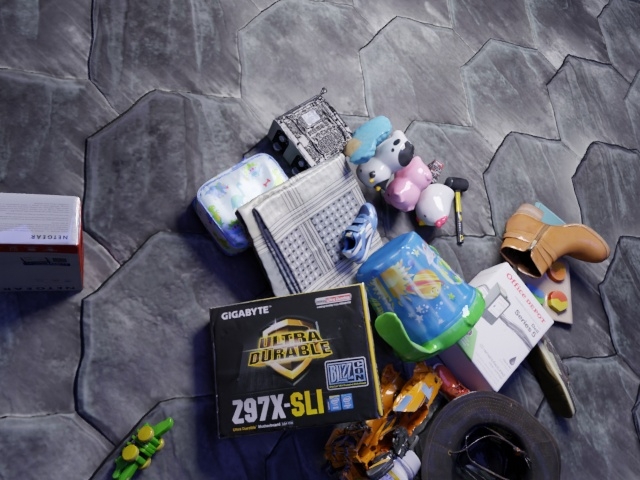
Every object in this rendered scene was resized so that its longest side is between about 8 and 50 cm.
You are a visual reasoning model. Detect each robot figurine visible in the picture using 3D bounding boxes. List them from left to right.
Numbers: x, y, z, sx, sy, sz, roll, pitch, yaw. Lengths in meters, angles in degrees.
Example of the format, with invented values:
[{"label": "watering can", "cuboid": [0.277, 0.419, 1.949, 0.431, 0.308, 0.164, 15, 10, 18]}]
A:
[{"label": "robot figurine", "cuboid": [0.120, 0.373, 1.089, 0.291, 0.211, 0.085, -40, 99, -39]}]

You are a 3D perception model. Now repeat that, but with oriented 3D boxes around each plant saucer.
[{"label": "plant saucer", "cuboid": [0.711, -0.037, 1.579, 0.192, 0.018, 0.067, 37, 62, -8]}]

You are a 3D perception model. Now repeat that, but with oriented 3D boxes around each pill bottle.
[{"label": "pill bottle", "cuboid": [0.107, 0.511, 1.076, 0.119, 0.119, 0.208, 48, 61, -1]}]

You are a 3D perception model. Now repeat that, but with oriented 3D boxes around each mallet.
[{"label": "mallet", "cuboid": [0.370, -0.086, 1.447, 0.062, 0.039, 0.190, 13, 71, -19]}]

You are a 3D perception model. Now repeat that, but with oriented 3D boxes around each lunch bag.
[{"label": "lunch bag", "cuboid": [-0.164, -0.085, 1.190, 0.219, 0.090, 0.176, -37, 89, -29]}]

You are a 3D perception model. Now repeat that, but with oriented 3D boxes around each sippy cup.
[{"label": "sippy cup", "cuboid": [0.205, 0.112, 1.177, 0.240, 0.305, 0.224, -38, 96, -1]}]

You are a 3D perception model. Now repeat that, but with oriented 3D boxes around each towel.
[{"label": "towel", "cuboid": [0.000, 0.000, 1.188, 0.324, 0.056, 0.312, -34, 109, -30]}]

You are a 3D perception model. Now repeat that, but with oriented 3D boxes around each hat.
[{"label": "hat", "cuboid": [0.350, 0.505, 1.143, 0.331, 0.134, 0.331, 4, 63, -7]}]

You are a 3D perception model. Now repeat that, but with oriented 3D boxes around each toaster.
[{"label": "toaster", "cuboid": [-0.017, -0.251, 1.298, 0.185, 0.110, 0.168, -38, 90, -28]}]

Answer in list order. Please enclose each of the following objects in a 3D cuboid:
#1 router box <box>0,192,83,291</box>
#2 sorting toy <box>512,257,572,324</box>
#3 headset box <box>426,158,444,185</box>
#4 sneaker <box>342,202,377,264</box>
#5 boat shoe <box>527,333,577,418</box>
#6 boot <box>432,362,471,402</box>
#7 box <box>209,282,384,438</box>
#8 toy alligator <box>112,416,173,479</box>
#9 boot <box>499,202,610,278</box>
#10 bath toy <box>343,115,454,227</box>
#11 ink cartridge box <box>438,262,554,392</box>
[{"label": "router box", "cuboid": [-0.571, 0.013, 0.867, 0.335, 0.301, 0.082, 1, 71, -22]}, {"label": "sorting toy", "cuboid": [0.625, 0.123, 1.474, 0.208, 0.038, 0.193, 14, 67, -18]}, {"label": "headset box", "cuboid": [0.296, -0.177, 1.430, 0.032, 0.062, 0.083, 35, 62, -9]}, {"label": "sneaker", "cuboid": [0.087, -0.021, 1.197, 0.059, 0.053, 0.144, 21, 74, -31]}, {"label": "boat shoe", "cuboid": [0.607, 0.342, 1.367, 0.073, 0.080, 0.224, -19, 76, -22]}, {"label": "boot", "cuboid": [0.326, 0.355, 1.243, 0.059, 0.084, 0.158, -32, 85, -27]}, {"label": "box", "cuboid": [-0.051, 0.237, 1.043, 0.321, 0.079, 0.257, -9, 74, 8]}, {"label": "toy alligator", "cuboid": [-0.349, 0.399, 0.968, 0.051, 0.056, 0.190, 20, 58, 32]}, {"label": "boot", "cuboid": [0.631, 0.025, 1.430, 0.283, 0.109, 0.220, 34, 47, 8]}, {"label": "bath toy", "cuboid": [0.206, -0.140, 1.299, 0.348, 0.151, 0.129, 37, 35, -33]}, {"label": "ink cartridge box", "cuboid": [0.416, 0.214, 1.311, 0.273, 0.115, 0.198, -37, 88, -29]}]
